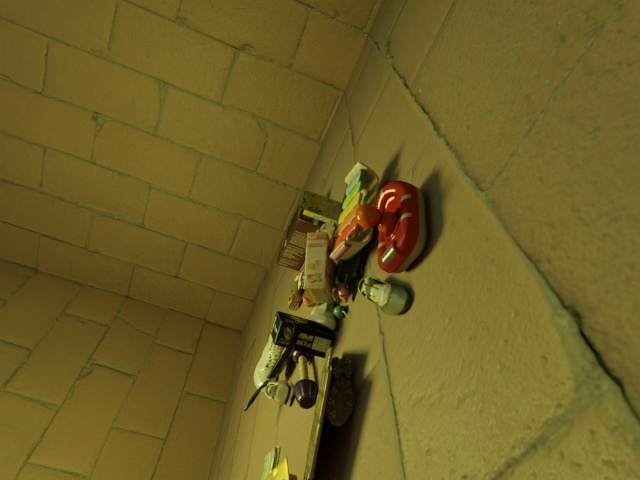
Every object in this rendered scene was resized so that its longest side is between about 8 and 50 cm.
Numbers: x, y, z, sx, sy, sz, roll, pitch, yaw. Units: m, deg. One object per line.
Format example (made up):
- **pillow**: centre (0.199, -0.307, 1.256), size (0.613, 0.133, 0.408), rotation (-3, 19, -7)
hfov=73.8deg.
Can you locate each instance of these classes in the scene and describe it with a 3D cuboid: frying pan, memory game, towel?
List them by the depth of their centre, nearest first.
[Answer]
- **towel**: centre (0.090, 0.030, 1.469), size (0.370, 0.040, 0.272), rotation (145, 141, -68)
- **towel**: centre (-0.182, 0.800, 1.504), size (0.152, 0.023, 0.113), rotation (122, 164, -47)
- **memory game**: centre (0.000, 0.000, 1.662), size (0.186, 0.012, 0.186), rotation (-45, 23, 25)
- **frying pan**: centre (-0.179, 0.516, 1.692), size (0.197, 0.053, 0.326), rotation (-60, -2, 40)

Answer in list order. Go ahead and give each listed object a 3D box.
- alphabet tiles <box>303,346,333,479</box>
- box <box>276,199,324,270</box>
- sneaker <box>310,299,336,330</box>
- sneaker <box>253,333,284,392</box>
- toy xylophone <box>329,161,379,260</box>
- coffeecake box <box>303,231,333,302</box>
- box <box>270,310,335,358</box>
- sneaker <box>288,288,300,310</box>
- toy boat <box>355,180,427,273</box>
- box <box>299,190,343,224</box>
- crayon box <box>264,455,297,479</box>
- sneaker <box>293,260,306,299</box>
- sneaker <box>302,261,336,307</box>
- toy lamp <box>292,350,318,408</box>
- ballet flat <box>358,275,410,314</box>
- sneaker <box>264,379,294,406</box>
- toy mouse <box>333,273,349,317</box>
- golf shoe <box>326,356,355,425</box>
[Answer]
- **alphabet tiles**: centre (-0.007, 0.447, 1.081), size (0.285, 0.011, 0.343), rotation (101, 180, -73)
- **box**: centre (-0.102, -0.031, 2.227), size (0.191, 0.143, 0.381), rotation (-81, 17, -44)
- **sneaker**: centre (0.018, 0.228, 1.398), size (0.094, 0.080, 0.212), rotation (-59, 10, -2)
- **sneaker**: centre (-0.224, 0.529, 1.942), size (0.292, 0.108, 0.169), rotation (-88, 17, -60)
- **toy xylophone**: centre (0.097, -0.069, 1.324), size (0.236, 0.081, 0.323), rotation (125, 160, -49)
- **coffeecake box**: centre (-0.001, 0.087, 1.346), size (0.142, 0.068, 0.186), rotation (66, -156, -62)
- **box**: centre (-0.059, 0.297, 1.356), size (0.147, 0.180, 0.078), rotation (-167, 95, -80)
- **sneaker**: centre (-0.106, 0.242, 1.957), size (0.084, 0.069, 0.185), rotation (-90, 22, -45)
- **toy boat**: centre (0.153, -0.045, 0.996), size (0.151, 0.151, 0.231), rotation (122, 163, -46)
- **box**: centre (0.001, -0.137, 1.799), size (0.043, 0.179, 0.105), rotation (127, 160, -55)
- **crayon box**: centre (-0.138, 0.746, 1.086), size (0.319, 0.081, 0.202), rotation (-54, 20, 15)
- **sneaker**: centre (-0.044, 0.160, 1.723), size (0.135, 0.097, 0.276), rotation (-82, 17, -53)
- **sneaker**: centre (-0.003, 0.144, 1.440), size (0.175, 0.064, 0.067), rotation (-56, -25, -9)
- **toy lamp**: centre (-0.054, 0.434, 1.365), size (0.275, 0.080, 0.080), rotation (-117, 47, -73)
- **ballet flat**: centre (0.137, 0.126, 0.997), size (0.213, 0.068, 0.072), rotation (-171, 100, -78)
- **sneaker**: centre (-0.166, 0.571, 1.631), size (0.235, 0.094, 0.090), rotation (132, 153, -69)
- **toy mouse**: centre (0.061, 0.183, 1.304), size (0.143, 0.031, 0.161), rotation (-94, 14, -55)
- **golf shoe**: centre (0.050, 0.379, 1.052), size (0.176, 0.069, 0.086), rotation (-78, -7, -46)
